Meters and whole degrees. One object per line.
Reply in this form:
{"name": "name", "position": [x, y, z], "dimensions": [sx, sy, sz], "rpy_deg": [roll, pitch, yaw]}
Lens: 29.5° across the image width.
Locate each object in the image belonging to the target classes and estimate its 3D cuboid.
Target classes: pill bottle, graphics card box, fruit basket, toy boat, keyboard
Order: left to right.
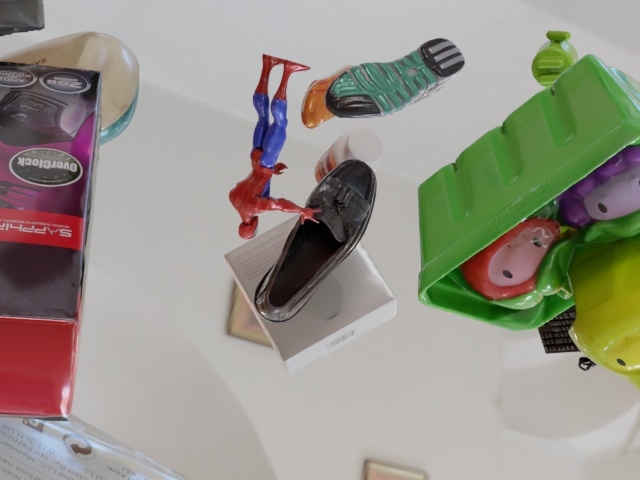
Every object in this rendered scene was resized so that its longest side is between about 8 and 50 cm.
{"name": "graphics card box", "position": [-0.292, -0.023, 0.934], "dimensions": [0.371, 0.233, 0.094], "rpy_deg": [-99, -164, -56]}
{"name": "toy boat", "position": [-0.332, -0.097, 1.401], "dimensions": [0.268, 0.148, 0.318], "rpy_deg": [-14, -137, 15]}
{"name": "pill bottle", "position": [0.052, -0.138, 2.111], "dimensions": [0.152, 0.086, 0.086], "rpy_deg": [137, -37, -63]}
{"name": "keyboard", "position": [0.399, 0.148, 1.839], "dimensions": [0.180, 0.023, 0.108], "rpy_deg": [-13, -78, 58]}
{"name": "fruit basket", "position": [0.331, 0.023, 1.458], "dimensions": [0.392, 0.283, 0.392], "rpy_deg": [-17, -115, 41]}

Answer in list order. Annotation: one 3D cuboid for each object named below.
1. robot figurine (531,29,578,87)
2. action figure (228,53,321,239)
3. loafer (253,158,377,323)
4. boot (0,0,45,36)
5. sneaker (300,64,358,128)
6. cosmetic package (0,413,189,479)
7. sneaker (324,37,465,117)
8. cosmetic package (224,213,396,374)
{"name": "robot figurine", "position": [0.369, -0.279, 1.913], "dimensions": [0.115, 0.067, 0.101], "rpy_deg": [-51, 135, -62]}
{"name": "action figure", "position": [-0.056, -0.132, 1.867], "dimensions": [0.091, 0.139, 0.280], "rpy_deg": [25, -79, 47]}
{"name": "loafer", "position": [0.000, 0.000, 1.919], "dimensions": [0.302, 0.109, 0.095], "rpy_deg": [-57, 180, -8]}
{"name": "boot", "position": [-0.445, -0.442, 1.332], "dimensions": [0.367, 0.146, 0.445], "rpy_deg": [0, -84, 34]}
{"name": "sneaker", "position": [0.031, -0.225, 1.865], "dimensions": [0.067, 0.064, 0.175], "rpy_deg": [14, -138, 34]}
{"name": "cosmetic package", "position": [-0.370, 0.388, 1.196], "dimensions": [0.393, 0.329, 0.327], "rpy_deg": [-51, -163, 19]}
{"name": "sneaker", "position": [0.098, -0.203, 1.692], "dimensions": [0.083, 0.224, 0.098], "rpy_deg": [60, -25, 16]}
{"name": "cosmetic package", "position": [-0.016, 0.081, 2.159], "dimensions": [0.224, 0.224, 0.138], "rpy_deg": [60, -6, 16]}
